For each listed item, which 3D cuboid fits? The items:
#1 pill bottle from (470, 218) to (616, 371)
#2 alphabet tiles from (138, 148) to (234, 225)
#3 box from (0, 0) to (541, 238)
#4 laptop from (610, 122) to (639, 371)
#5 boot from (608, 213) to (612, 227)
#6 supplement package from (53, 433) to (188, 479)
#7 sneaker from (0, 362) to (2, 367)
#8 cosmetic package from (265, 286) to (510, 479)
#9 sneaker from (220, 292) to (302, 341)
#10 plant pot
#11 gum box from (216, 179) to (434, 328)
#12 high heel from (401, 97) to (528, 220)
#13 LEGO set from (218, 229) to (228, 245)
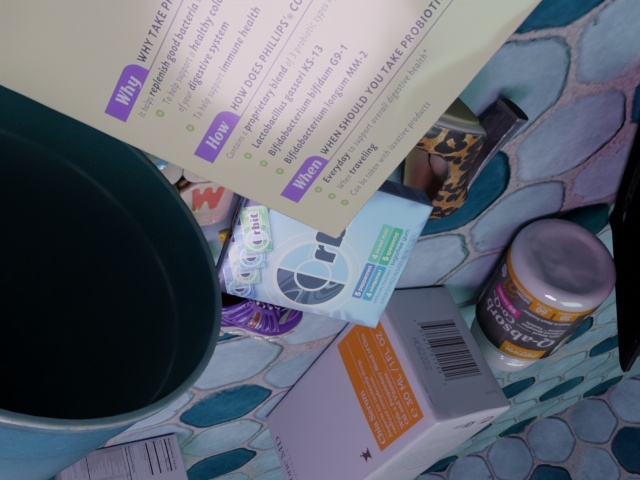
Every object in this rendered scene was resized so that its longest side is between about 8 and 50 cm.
[{"bbox_3d":[0.351,0.102,1.107,0.162,0.162,0.278,-14,149,-17],"label":"pill bottle"},{"bbox_3d":[-0.210,-0.046,0.605,0.284,0.021,0.278,-8,146,-25],"label":"alphabet tiles"},{"bbox_3d":[-0.035,-0.150,0.378,0.242,0.117,0.213,24,130,-20],"label":"box"},{"bbox_3d":[0.534,-0.070,0.881,0.236,0.408,0.382,1,154,16],"label":"laptop"},{"bbox_3d":[0.549,-0.032,1.153,0.099,0.045,0.121,-28,143,2],"label":"boot"},{"bbox_3d":[-0.356,0.467,1.188,0.203,0.149,0.194,-3,144,-31],"label":"supplement package"},{"bbox_3d":[-0.244,0.070,0.672,0.262,0.099,0.121,-16,163,-3],"label":"sneaker"},{"bbox_3d":[0.089,0.300,1.168,0.161,0.230,0.453,-1,142,-34],"label":"cosmetic package"},{"bbox_3d":[-0.086,0.086,0.862,0.169,0.068,0.071,6,133,-40],"label":"sneaker"},{"bbox_3d":[-0.253,0.062,0.467,0.255,0.272,0.271,-41,146,27],"label":"plant pot"},{"bbox_3d":[0.000,0.000,0.692,0.184,0.041,0.157,16,115,-15],"label":"gum box"},{"bbox_3d":[0.090,-0.076,0.700,0.261,0.093,0.186,-2,141,-45],"label":"high heel"},{"bbox_3d":[-0.023,0.039,0.789,0.287,0.107,0.132,1,141,-38],"label":"LEGO set"}]
